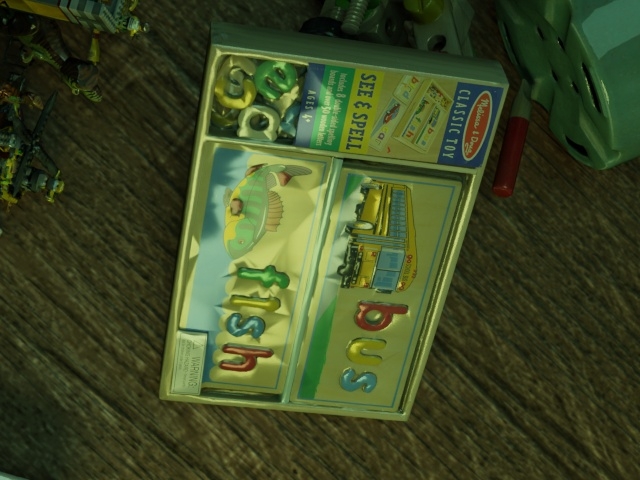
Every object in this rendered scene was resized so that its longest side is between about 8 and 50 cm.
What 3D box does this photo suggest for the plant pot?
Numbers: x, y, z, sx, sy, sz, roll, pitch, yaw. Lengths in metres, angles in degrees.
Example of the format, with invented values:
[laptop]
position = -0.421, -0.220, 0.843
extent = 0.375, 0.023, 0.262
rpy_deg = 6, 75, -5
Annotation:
[plant pot]
position = 0.382, -0.258, 1.300
extent = 0.334, 0.341, 0.341
rpy_deg = -26, 88, -4

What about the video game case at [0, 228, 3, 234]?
[video game case]
position = -0.432, -0.002, 1.262
extent = 0.157, 0.019, 0.143
rpy_deg = 38, 78, -3

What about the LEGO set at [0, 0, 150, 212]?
[LEGO set]
position = -0.253, -0.174, 1.197
extent = 0.192, 0.255, 0.331
rpy_deg = 14, 73, 8

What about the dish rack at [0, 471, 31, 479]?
[dish rack]
position = -0.404, 0.371, 1.195
extent = 0.285, 0.072, 0.333
rpy_deg = 18, 80, -9

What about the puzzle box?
[puzzle box]
position = 0.000, 0.000, 1.197
extent = 0.272, 0.052, 0.409
rpy_deg = 6, 123, -9

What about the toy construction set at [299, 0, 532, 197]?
[toy construction set]
position = 0.103, -0.212, 1.301
extent = 0.309, 0.257, 0.237
rpy_deg = 30, 65, -27
